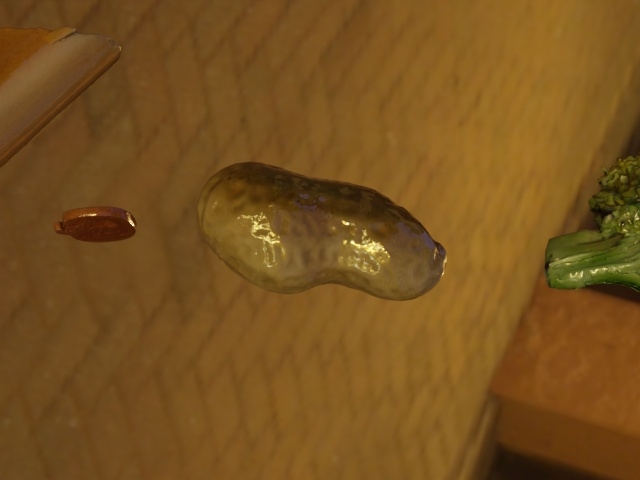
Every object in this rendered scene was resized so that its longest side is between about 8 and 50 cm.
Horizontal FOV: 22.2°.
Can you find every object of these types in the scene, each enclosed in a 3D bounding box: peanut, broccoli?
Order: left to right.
[{"bbox_3d":[0.000,0.000,1.510,0.120,0.236,0.110,-78,-176,-65],"label":"peanut"},{"bbox_3d":[0.294,0.005,1.486,0.220,0.194,0.194,45,63,-60],"label":"broccoli"}]

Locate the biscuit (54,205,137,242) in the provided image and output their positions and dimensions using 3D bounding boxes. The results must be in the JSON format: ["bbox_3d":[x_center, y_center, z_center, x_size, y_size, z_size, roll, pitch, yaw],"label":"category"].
[{"bbox_3d":[-0.218,-0.017,1.580,0.091,0.078,0.015,84,3,-74],"label":"biscuit"}]

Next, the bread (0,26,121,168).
[{"bbox_3d":[-0.134,-0.058,0.632,0.103,0.062,0.049,-46,167,-27],"label":"bread"}]
